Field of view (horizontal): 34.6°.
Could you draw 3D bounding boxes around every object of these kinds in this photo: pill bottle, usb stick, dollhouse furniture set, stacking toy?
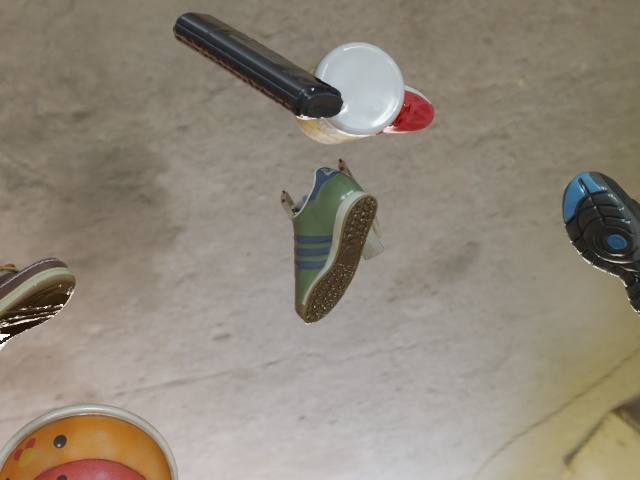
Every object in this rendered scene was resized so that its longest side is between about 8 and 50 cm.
[{"bbox_3d":[0.025,-0.187,1.351,0.118,0.117,0.208,-9,-177,-14],"label":"pill bottle"},{"bbox_3d":[-0.082,-0.216,1.255,0.077,0.278,0.045,-2,119,-44],"label":"usb stick"},{"bbox_3d":[0.017,-0.035,1.746,0.129,0.183,0.129,-29,107,9],"label":"dollhouse furniture set"},{"bbox_3d":[-0.389,0.521,1.749,0.351,0.480,0.350,-5,108,-15],"label":"stacking toy"}]

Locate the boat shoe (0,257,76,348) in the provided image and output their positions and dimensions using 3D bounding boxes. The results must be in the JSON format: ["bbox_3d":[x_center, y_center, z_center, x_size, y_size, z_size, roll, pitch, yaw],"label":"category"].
[{"bbox_3d":[-0.504,0.091,1.575,0.342,0.123,0.123,-33,164,39],"label":"boat shoe"}]

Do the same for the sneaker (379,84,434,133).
[{"bbox_3d":[0.097,-0.183,1.541,0.221,0.128,0.087,4,118,-29],"label":"sneaker"}]

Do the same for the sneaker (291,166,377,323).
[{"bbox_3d":[0.000,0.000,1.185,0.064,0.086,0.192,-14,138,-39],"label":"sneaker"}]

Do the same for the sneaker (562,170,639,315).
[{"bbox_3d":[0.530,-0.004,1.753,0.125,0.139,0.341,-13,126,46],"label":"sneaker"}]
